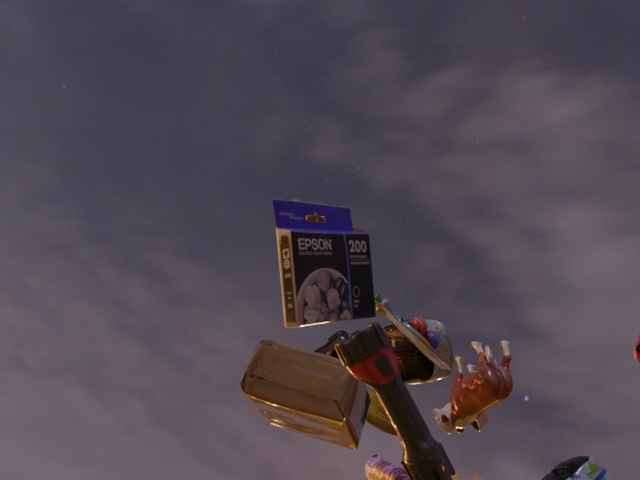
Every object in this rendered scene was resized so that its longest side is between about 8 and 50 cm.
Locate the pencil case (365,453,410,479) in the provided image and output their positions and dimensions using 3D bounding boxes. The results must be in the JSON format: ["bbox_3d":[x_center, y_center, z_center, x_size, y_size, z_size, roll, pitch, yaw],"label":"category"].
[{"bbox_3d":[0.215,0.729,1.819,0.088,0.087,0.206,7,-7,-20],"label":"pencil case"}]

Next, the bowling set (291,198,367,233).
[{"bbox_3d":[0.000,0.000,1.824,0.154,0.287,0.200,11,-79,-31],"label":"bowling set"}]

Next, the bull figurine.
[{"bbox_3d":[0.396,0.382,1.531,0.101,0.189,0.310,18,-36,-13],"label":"bull figurine"}]

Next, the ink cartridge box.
[{"bbox_3d":[0.012,0.034,0.996,0.045,0.206,0.209,-12,-99,40],"label":"ink cartridge box"}]

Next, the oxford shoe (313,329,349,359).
[{"bbox_3d":[0.021,0.415,2.038,0.082,0.096,0.227,38,-82,-27],"label":"oxford shoe"}]

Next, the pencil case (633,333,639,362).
[{"bbox_3d":[0.801,0.267,1.294,0.209,0.098,0.095,24,-11,46],"label":"pencil case"}]

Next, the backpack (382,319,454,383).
[{"bbox_3d":[0.348,0.382,2.044,0.191,0.225,0.253,-4,-10,-30],"label":"backpack"}]

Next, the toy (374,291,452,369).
[{"bbox_3d":[0.220,0.205,1.386,0.237,0.056,0.137,39,-6,9],"label":"toy"}]

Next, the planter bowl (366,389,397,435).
[{"bbox_3d":[0.226,0.579,2.073,0.217,0.217,0.090,27,-81,-3],"label":"planter bowl"}]

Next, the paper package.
[{"bbox_3d":[-0.028,0.442,1.677,0.309,0.168,0.325,12,-29,17],"label":"paper package"}]

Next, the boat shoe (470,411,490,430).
[{"bbox_3d":[0.522,0.598,2.049,0.226,0.076,0.083,42,-20,-32],"label":"boat shoe"}]

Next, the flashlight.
[{"bbox_3d":[0.134,0.305,1.085,0.103,0.103,0.304,-29,-95,22],"label":"flashlight"}]

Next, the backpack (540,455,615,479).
[{"bbox_3d":[0.775,0.781,1.779,0.290,0.273,0.356,-30,-43,-7],"label":"backpack"}]
